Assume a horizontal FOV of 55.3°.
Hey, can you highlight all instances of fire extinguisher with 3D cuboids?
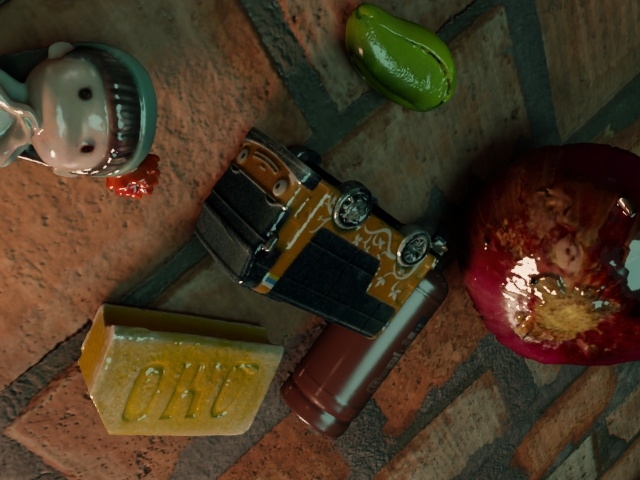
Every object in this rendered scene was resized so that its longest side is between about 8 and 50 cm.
[{"bbox_3d":[0.084,0.112,0.878,0.114,0.135,0.337,36,94,-2],"label":"fire extinguisher"}]

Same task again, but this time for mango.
[{"bbox_3d":[0.091,-0.213,0.708,0.165,0.074,0.091,33,101,-31],"label":"mango"}]

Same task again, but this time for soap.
[{"bbox_3d":[-0.172,0.162,0.739,0.232,0.073,0.140,16,102,-40],"label":"soap"}]

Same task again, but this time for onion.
[{"bbox_3d":[0.395,-0.008,0.928,0.385,0.347,0.348,-56,148,-49],"label":"onion"}]

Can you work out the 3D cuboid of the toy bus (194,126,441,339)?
[{"bbox_3d":[0.000,0.000,0.726,0.275,0.138,0.167,31,98,-46],"label":"toy bus"}]

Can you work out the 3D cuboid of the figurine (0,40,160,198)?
[{"bbox_3d":[-0.255,-0.097,0.502,0.245,0.110,0.138,-7,129,-30],"label":"figurine"}]

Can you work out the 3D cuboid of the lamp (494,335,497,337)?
[{"bbox_3d":[0.395,0.111,1.114,0.193,0.106,0.106,-30,131,-7],"label":"lamp"}]
